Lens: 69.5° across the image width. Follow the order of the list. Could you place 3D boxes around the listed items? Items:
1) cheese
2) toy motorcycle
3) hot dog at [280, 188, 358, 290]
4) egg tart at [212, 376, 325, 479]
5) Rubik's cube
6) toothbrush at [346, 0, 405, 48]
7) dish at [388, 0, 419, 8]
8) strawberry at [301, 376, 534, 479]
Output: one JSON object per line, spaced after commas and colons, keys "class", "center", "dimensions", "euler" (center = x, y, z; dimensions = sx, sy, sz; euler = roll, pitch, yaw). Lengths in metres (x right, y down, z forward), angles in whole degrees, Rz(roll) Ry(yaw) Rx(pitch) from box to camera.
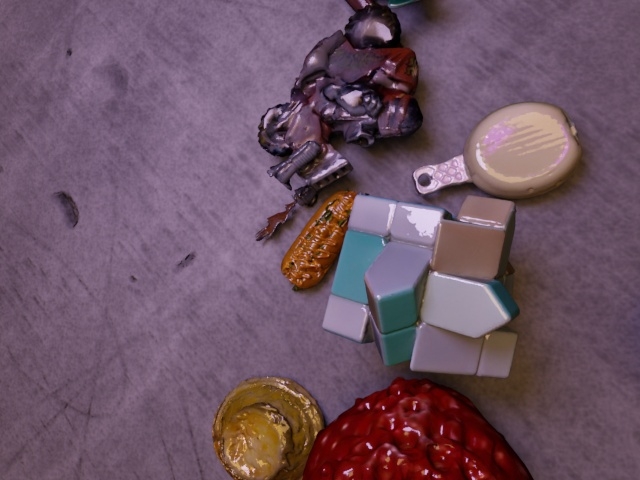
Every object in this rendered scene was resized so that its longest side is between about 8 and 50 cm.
{"class": "cheese", "center": [0.244, -0.115, 0.664], "dimensions": [0.228, 0.064, 0.137], "euler": [-17, 77, 12]}
{"class": "toy motorcycle", "center": [0.009, -0.160, 0.700], "dimensions": [0.401, 0.134, 0.207], "euler": [-45, 69, 6]}
{"class": "hot dog", "center": [0.000, 0.000, 0.723], "dimensions": [0.072, 0.055, 0.188], "euler": [35, 93, 14]}
{"class": "egg tart", "center": [-0.088, 0.303, 0.710], "dimensions": [0.191, 0.074, 0.191], "euler": [-1, 87, 16]}
{"class": "Rubik's cube", "center": [0.145, 0.049, 0.579], "dimensions": [0.213, 0.265, 0.224], "euler": [15, 91, 32]}
{"class": "toothbrush", "center": [0.049, -0.418, 0.761], "dimensions": [0.041, 0.041, 0.363], "euler": [-34, 78, 10]}
{"class": "dish", "center": [0.115, -0.454, 0.719], "dimensions": [0.224, 0.078, 0.245], "euler": [-14, 79, 5]}
{"class": "strawberry", "center": [0.109, 0.331, 0.510], "dimensions": [0.296, 0.345, 0.317], "euler": [0, 84, 17]}
